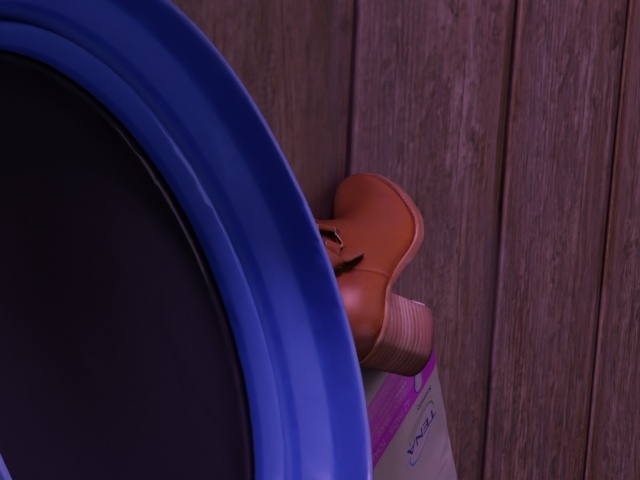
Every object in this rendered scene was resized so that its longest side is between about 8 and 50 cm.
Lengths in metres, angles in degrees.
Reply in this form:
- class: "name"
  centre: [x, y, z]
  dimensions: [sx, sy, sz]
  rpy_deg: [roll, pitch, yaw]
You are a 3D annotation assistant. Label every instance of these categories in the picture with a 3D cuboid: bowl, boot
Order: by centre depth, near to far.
- class: "bowl"
  centre: [-0.094, 0.049, 0.779]
  dimensions: [0.391, 0.077, 0.391]
  rpy_deg: [48, 32, -44]
- class: "boot"
  centre: [0.000, 0.000, 1.100]
  dimensions: [0.152, 0.073, 0.197]
  rpy_deg: [22, 33, -30]

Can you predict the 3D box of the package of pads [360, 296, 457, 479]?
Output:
- class: "package of pads"
  centre: [0.002, 0.210, 1.147]
  dimensions: [0.296, 0.101, 0.229]
  rpy_deg: [-52, 141, -41]
